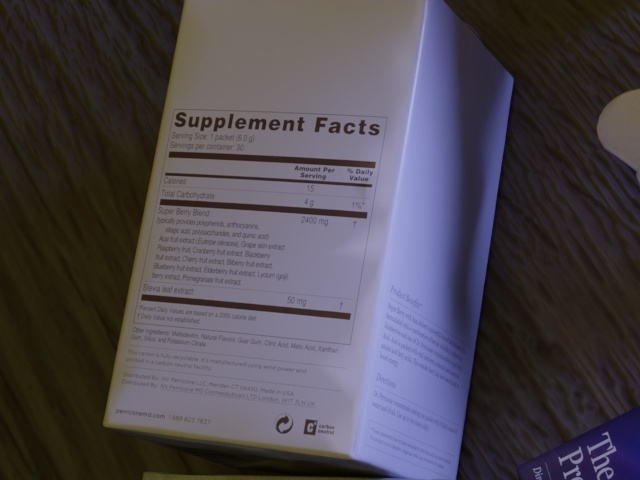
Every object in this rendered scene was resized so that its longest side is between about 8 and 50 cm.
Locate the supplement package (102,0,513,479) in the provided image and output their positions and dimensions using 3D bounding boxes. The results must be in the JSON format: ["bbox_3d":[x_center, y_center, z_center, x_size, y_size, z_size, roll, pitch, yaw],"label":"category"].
[{"bbox_3d":[0.000,0.000,1.126,0.175,0.177,0.293,4,77,25],"label":"supplement package"}]

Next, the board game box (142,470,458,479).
[{"bbox_3d":[-0.013,0.298,1.057,0.224,0.097,0.303,-2,72,27],"label":"board game box"}]

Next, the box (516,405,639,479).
[{"bbox_3d":[0.233,0.205,0.953,0.184,0.103,0.261,-27,40,12],"label":"box"}]

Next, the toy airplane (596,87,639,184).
[{"bbox_3d":[0.324,-0.166,1.007,0.384,0.272,0.386,-35,66,57],"label":"toy airplane"}]
